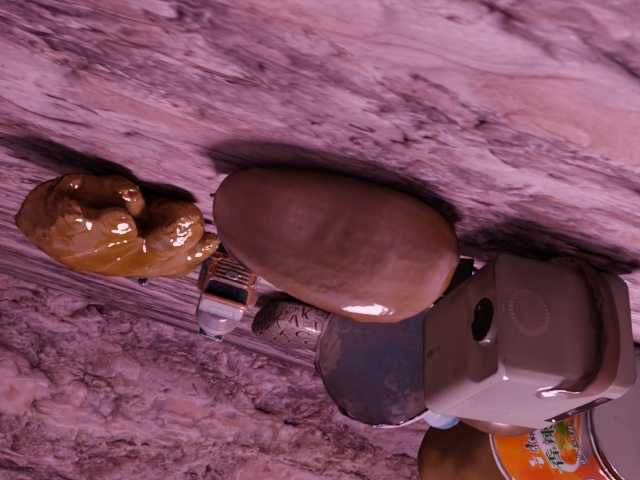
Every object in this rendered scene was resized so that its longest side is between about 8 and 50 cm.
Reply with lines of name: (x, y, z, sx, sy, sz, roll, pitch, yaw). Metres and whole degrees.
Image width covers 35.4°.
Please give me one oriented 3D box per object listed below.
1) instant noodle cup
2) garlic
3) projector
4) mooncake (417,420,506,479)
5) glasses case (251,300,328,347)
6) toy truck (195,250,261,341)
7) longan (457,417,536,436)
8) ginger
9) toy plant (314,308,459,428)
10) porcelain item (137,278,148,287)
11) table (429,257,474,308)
instant noodle cup: (0.448, 0.295, 1.598, 0.296, 0.297, 0.214, 21, 159, -22)
garlic: (-0.014, -0.003, 1.138, 0.338, 0.151, 0.196, 14, -179, 16)
projector: (0.245, 0.121, 1.189, 0.177, 0.164, 0.242, 10, 155, -18)
mooncake: (0.413, 0.465, 1.987, 0.467, 0.467, 0.262, 22, 169, -28)
glasses case: (-0.058, 0.183, 2.146, 0.137, 0.085, 0.354, 17, 168, -12)
toy truck: (-0.171, 0.100, 1.780, 0.108, 0.140, 0.257, 18, 168, -6)
longan: (0.274, 0.192, 1.463, 0.212, 0.198, 0.198, -16, -176, -28)
ginger: (-0.257, -0.029, 1.473, 0.236, 0.166, 0.375, -35, 167, 29)
toy plant: (0.148, 0.213, 1.707, 0.247, 0.247, 0.332, 11, 169, 21)
porcelain item: (-0.335, 0.054, 1.940, 0.136, 0.075, 0.021, 11, 168, 20)
table: (0.171, 0.067, 1.385, 0.175, 0.063, 0.146, 1, 161, 42)
